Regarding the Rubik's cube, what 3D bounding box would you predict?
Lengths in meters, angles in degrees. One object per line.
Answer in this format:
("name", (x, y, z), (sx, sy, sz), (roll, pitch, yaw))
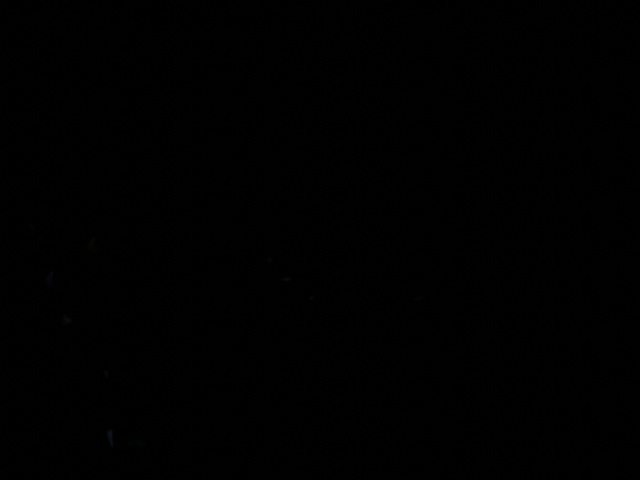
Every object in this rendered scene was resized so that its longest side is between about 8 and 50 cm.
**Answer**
("Rubik's cube", (-0.012, 0.042, 0.135), (0.352, 0.347, 0.351), (-12, 52, 30))
